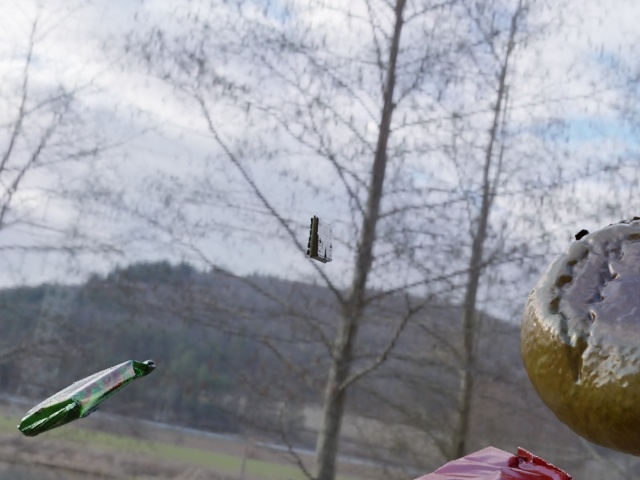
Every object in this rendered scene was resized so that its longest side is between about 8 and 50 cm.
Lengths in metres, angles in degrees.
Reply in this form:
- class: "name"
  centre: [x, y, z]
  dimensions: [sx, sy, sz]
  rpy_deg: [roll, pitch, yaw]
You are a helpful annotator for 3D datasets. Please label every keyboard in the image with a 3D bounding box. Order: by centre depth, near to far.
- class: "keyboard"
  centre: [0.000, 0.000, 1.128]
  dimensions: [0.015, 0.049, 0.129]
  rpy_deg: [0, -4, 8]

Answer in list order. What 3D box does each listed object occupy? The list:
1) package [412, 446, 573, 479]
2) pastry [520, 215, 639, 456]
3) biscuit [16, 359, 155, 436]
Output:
- class: "package"
  centre: [0.104, 0.333, 0.930]
  dimensions: [0.123, 0.196, 0.423]
  rpy_deg: [14, 11, 40]
- class: "pastry"
  centre: [0.414, 0.107, 1.171]
  dimensions: [0.356, 0.356, 0.164]
  rpy_deg: [3, -48, 29]
- class: "biscuit"
  centre: [-0.132, 0.087, 0.538]
  dimensions: [0.046, 0.016, 0.089]
  rpy_deg: [-23, 3, 19]
